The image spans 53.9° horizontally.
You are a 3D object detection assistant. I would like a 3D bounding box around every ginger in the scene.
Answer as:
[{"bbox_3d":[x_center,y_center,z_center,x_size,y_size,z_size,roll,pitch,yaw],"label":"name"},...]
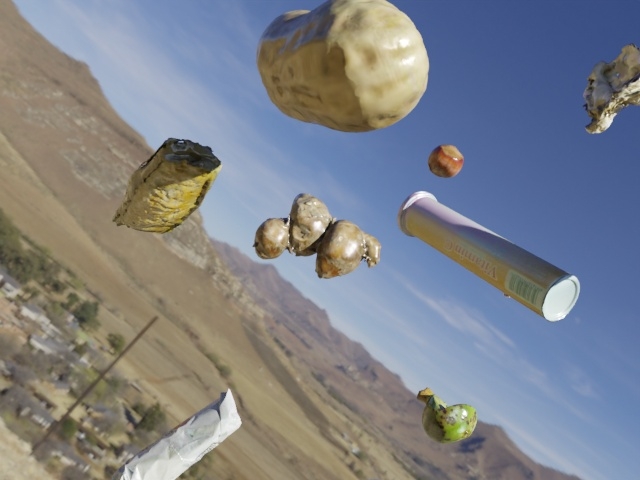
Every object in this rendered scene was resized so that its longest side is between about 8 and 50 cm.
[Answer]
[{"bbox_3d":[0.000,0.000,1.897,0.375,0.256,0.176,21,-34,10],"label":"ginger"}]

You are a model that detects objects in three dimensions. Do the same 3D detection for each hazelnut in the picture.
[{"bbox_3d":[0.301,-0.191,1.517,0.086,0.086,0.086,40,-7,6],"label":"hazelnut"}]

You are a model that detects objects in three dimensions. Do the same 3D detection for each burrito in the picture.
[{"bbox_3d":[-0.195,0.286,0.861,0.064,0.203,0.064,45,-23,26],"label":"burrito"}]

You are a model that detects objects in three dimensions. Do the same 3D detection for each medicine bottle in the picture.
[{"bbox_3d":[0.318,0.023,1.261,0.108,0.108,0.426,46,-4,-38],"label":"medicine bottle"}]

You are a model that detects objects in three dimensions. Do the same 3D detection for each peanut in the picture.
[{"bbox_3d":[0.016,-0.257,0.895,0.170,0.192,0.387,56,-13,-30],"label":"peanut"}]

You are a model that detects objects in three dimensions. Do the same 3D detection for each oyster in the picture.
[{"bbox_3d":[0.586,-0.292,1.252,0.081,0.191,0.163,40,5,-27],"label":"oyster"}]

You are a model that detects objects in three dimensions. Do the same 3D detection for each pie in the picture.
[{"bbox_3d":[-0.271,-0.078,1.093,0.128,0.069,0.282,10,-28,-31],"label":"pie"}]

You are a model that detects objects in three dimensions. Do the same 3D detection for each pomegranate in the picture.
[{"bbox_3d":[0.324,0.475,1.682,0.169,0.122,0.143,18,-10,30],"label":"pomegranate"}]

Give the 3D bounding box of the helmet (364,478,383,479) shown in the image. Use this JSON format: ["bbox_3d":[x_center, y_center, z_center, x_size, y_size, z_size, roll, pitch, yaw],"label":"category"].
[{"bbox_3d":[0.124,0.637,1.404,0.215,0.193,0.189,26,-25,11],"label":"helmet"}]

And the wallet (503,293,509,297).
[{"bbox_3d":[0.512,0.110,1.600,0.122,0.061,0.025,-3,6,-36],"label":"wallet"}]
